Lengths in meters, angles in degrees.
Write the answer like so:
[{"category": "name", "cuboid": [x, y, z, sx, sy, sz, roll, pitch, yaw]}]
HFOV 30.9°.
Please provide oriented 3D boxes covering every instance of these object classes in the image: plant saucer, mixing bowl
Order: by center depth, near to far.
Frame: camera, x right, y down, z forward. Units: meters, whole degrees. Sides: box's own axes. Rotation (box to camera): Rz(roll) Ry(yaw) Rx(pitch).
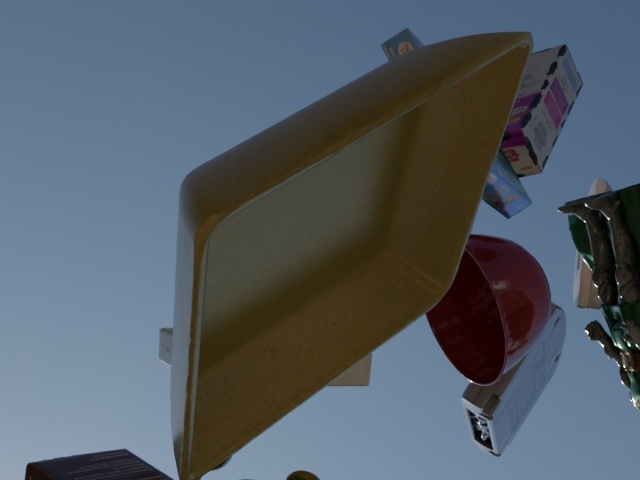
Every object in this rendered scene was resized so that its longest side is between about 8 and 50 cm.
[{"category": "plant saucer", "cuboid": [0.000, 0.000, 0.922, 0.332, 0.081, 0.333, -32, -28, -31]}, {"category": "mixing bowl", "cuboid": [0.199, 0.066, 1.327, 0.098, 0.181, 0.182, -18, -54, -21]}]

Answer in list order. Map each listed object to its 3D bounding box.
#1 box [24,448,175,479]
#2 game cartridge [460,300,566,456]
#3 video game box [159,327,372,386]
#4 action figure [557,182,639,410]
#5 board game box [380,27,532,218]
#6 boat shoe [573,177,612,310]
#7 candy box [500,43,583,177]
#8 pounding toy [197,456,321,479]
[{"category": "box", "cuboid": [-0.155, 0.367, 1.163, 0.143, 0.381, 0.191, 0, -76, -43]}, {"category": "game cartridge", "cuboid": [0.275, 0.185, 1.622, 0.062, 0.198, 0.297, 26, -16, 20]}, {"category": "video game box", "cuboid": [-0.071, 0.138, 1.381, 0.205, 0.187, 0.048, 3, -85, -23]}, {"category": "action figure", "cuboid": [0.270, 0.073, 0.997, 0.063, 0.137, 0.232, -19, -90, -14]}, {"category": "board game box", "cuboid": [0.146, -0.117, 1.214, 0.039, 0.160, 0.211, -32, -21, 17]}, {"category": "boat shoe", "cuboid": [0.394, 0.007, 1.614, 0.063, 0.066, 0.184, 7, -97, 0]}, {"category": "candy box", "cuboid": [0.245, -0.163, 1.558, 0.159, 0.233, 0.071, -11, -60, 36]}, {"category": "pounding toy", "cuboid": [-0.044, 0.301, 1.253, 0.237, 0.110, 0.183, 37, -47, 22]}]
